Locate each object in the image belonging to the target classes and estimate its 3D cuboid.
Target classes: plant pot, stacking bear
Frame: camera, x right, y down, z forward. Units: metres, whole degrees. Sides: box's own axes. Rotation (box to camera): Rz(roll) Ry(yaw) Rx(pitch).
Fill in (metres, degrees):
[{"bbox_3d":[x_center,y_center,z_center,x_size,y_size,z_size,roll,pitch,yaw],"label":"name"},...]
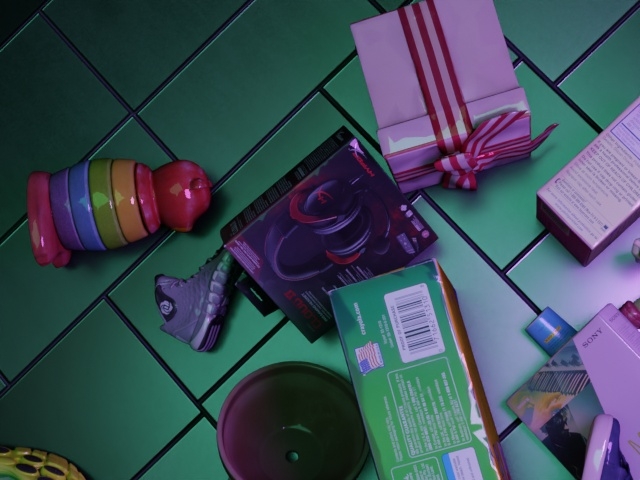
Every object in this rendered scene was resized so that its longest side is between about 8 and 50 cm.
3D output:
[{"bbox_3d":[-0.041,0.316,1.770,0.237,0.110,0.237,1,55,-2],"label":"plant pot"},{"bbox_3d":[-0.323,-0.060,1.886,0.288,0.175,0.164,-10,87,0],"label":"stacking bear"}]

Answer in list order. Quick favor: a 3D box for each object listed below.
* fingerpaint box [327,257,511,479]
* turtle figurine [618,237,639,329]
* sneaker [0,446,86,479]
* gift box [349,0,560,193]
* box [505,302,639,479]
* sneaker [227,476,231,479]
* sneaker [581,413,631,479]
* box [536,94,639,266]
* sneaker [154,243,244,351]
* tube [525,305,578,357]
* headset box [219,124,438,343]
[{"bbox_3d":[0.165,0.279,1.622,0.163,0.371,0.445,-17,79,8],"label":"fingerpaint box"},{"bbox_3d":[0.517,0.096,1.651,0.197,0.275,0.266,27,113,-17],"label":"turtle figurine"},{"bbox_3d":[-0.517,0.412,1.887,0.295,0.109,0.124,10,105,11],"label":"sneaker"},{"bbox_3d":[0.209,-0.221,1.750,0.276,0.255,0.258,-16,77,12],"label":"gift box"},{"bbox_3d":[0.455,0.283,1.666,0.322,0.058,0.232,48,128,15],"label":"box"},{"bbox_3d":[-0.045,0.446,1.766,0.262,0.121,0.099,38,90,14],"label":"sneaker"},{"bbox_3d":[0.447,0.415,1.620,0.148,0.131,0.350,0,104,18],"label":"sneaker"},{"bbox_3d":[0.447,-0.094,1.702,0.243,0.213,0.117,-43,77,3],"label":"box"},{"bbox_3d":[-0.206,0.058,1.876,0.132,0.086,0.229,21,87,16],"label":"sneaker"},{"bbox_3d":[0.408,0.191,1.757,0.207,0.052,0.080,43,102,8],"label":"tube"},{"bbox_3d":[0.000,0.000,1.787,0.293,0.110,0.218,-39,106,3],"label":"headset box"}]
